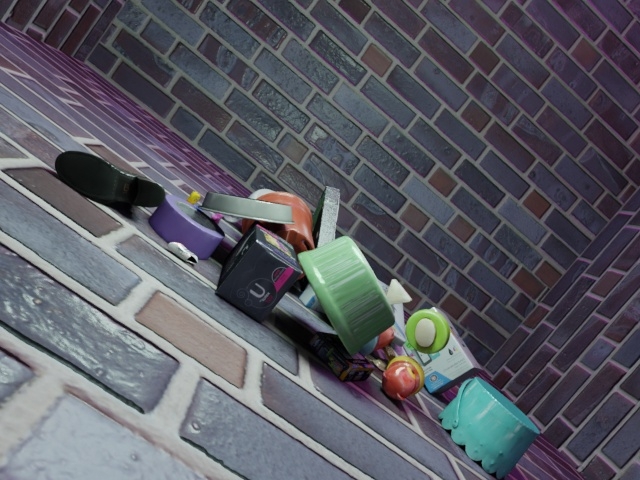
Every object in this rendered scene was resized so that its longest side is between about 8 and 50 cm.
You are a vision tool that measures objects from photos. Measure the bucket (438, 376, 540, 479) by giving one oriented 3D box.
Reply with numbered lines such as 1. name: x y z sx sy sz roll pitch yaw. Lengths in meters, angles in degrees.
1. bucket: 0.541 0.591 1.367 0.281 0.183 0.281 38 5 -4

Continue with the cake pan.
1. cake pan: -0.215 -0.099 1.271 0.292 0.054 0.293 10 4 -1

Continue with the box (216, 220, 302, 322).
1. box: -0.161 0.069 1.121 0.143 0.165 0.270 37 6 -14

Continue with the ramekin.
1. ramekin: 0.073 0.136 1.137 0.304 0.148 0.303 61 -1 3

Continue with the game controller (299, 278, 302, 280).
1. game controller: -0.075 0.119 1.826 0.166 0.067 0.319 37 5 -11

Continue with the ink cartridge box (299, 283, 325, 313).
1. ink cartridge box: -0.004 0.200 1.503 0.122 0.089 0.052 33 6 -47

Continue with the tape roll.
1. tape roll: -0.359 -0.036 1.151 0.188 0.080 0.189 37 6 -4

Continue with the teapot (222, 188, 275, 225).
1. teapot: -0.248 -0.082 1.799 0.256 0.187 0.252 55 33 -1

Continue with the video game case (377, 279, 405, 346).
1. video game case: 0.163 0.201 1.537 0.328 0.036 0.300 33 25 -8

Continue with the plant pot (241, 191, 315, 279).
1. plant pot: -0.138 -0.001 1.499 0.272 0.272 0.265 36 13 -25

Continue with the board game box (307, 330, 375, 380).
1. board game box: 0.060 0.318 1.162 0.141 0.048 0.170 39 5 32

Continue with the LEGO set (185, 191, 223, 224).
1. LEGO set: -0.393 -0.097 1.352 0.087 0.093 0.227 39 5 10

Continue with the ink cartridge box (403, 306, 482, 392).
1. ink cartridge box: 0.474 0.445 1.713 0.197 0.198 0.270 32 25 -56

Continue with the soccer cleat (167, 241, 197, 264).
1. soccer cleat: -0.333 0.032 1.031 0.083 0.029 0.035 41 -1 -34

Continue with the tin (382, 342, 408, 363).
1. tin: 0.256 0.379 1.476 0.106 0.040 0.190 24 35 -56

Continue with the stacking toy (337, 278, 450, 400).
1. stacking toy: 0.212 0.292 1.263 0.309 0.280 0.130 42 17 23

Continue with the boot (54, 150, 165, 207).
1. boot: -0.520 -0.150 1.074 0.262 0.091 0.229 22 1 -31

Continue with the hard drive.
1. hard drive: 0.000 0.000 1.591 0.064 0.340 0.237 12 -30 -10

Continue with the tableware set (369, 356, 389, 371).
1. tableware set: 0.244 0.452 1.429 0.141 0.020 0.168 33 9 -48
